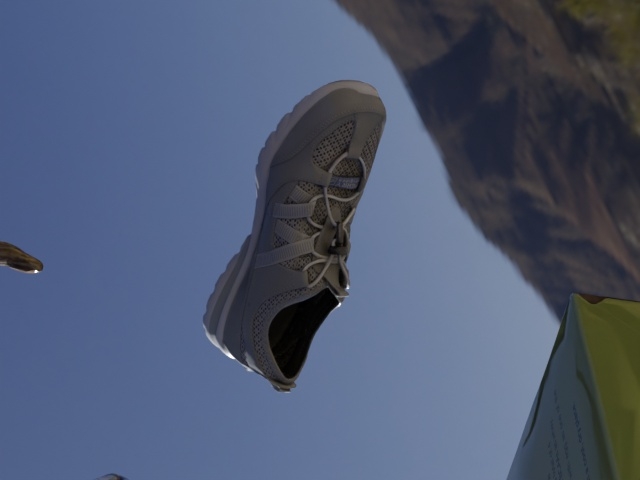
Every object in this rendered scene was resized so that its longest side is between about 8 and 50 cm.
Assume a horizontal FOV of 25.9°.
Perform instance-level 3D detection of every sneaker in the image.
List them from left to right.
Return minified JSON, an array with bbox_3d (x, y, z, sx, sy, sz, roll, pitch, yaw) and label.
[{"bbox_3d":[0.000,0.000,1.175,0.105,0.281,0.115,-2,-147,-40],"label":"sneaker"}]

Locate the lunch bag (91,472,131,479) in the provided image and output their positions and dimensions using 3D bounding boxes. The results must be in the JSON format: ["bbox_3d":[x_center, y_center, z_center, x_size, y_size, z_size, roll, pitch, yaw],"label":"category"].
[{"bbox_3d":[-0.148,0.290,0.939,0.303,0.115,0.243,37,-150,-83],"label":"lunch bag"}]

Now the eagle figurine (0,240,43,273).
[{"bbox_3d":[-0.380,-0.020,0.985,0.225,0.226,0.298,69,-167,12],"label":"eagle figurine"}]

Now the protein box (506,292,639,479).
[{"bbox_3d":[0.138,0.162,0.481,0.200,0.136,0.201,-90,9,-54],"label":"protein box"}]
